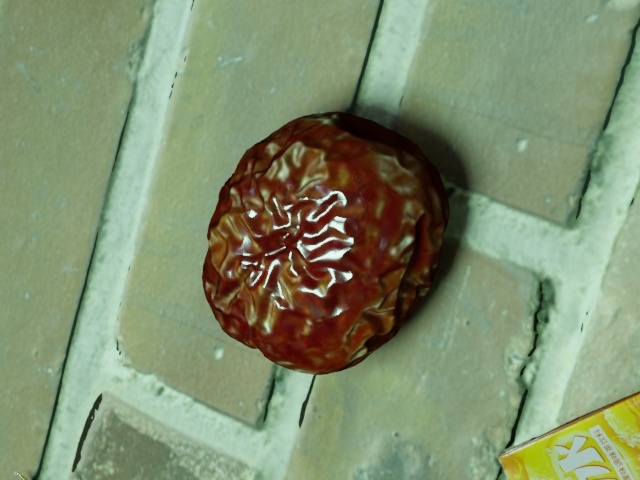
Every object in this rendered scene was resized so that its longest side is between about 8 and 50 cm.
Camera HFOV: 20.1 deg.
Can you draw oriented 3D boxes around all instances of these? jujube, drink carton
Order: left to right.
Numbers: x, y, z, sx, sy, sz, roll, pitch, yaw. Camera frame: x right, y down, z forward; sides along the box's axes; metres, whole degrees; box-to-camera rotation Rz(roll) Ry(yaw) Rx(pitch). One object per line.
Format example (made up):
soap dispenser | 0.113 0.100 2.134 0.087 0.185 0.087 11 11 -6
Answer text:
jujube | 0.000 0.000 1.652 0.213 0.213 0.232 33 109 24
drink carton | 0.275 0.185 1.573 0.223 0.071 0.096 -29 81 29

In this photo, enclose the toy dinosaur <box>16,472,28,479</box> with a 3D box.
toy dinosaur | -0.298 0.301 1.950 0.113 0.026 0.041 47 109 9
